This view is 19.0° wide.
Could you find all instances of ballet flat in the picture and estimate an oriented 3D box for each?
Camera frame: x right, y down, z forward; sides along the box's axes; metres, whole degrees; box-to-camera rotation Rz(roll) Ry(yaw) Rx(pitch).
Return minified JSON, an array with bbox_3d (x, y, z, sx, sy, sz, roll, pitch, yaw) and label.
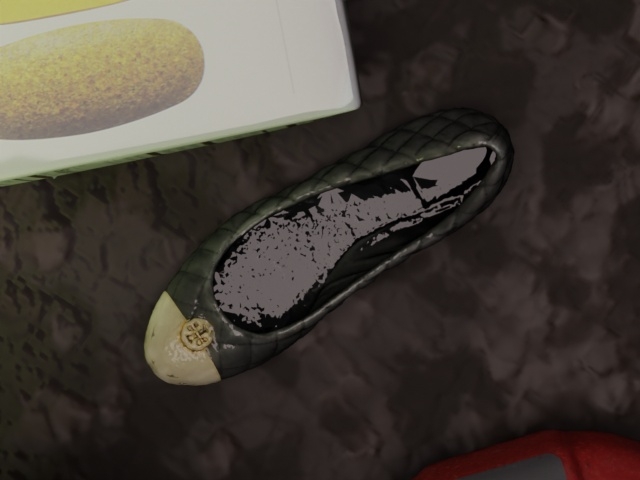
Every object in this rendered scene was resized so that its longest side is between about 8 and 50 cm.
[{"bbox_3d":[0.000,0.000,0.765,0.173,0.049,0.057,-35,92,3],"label":"ballet flat"}]

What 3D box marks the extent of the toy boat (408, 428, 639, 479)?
[{"bbox_3d":[0.100,0.194,0.726,0.151,0.151,0.231,-18,93,2],"label":"toy boat"}]

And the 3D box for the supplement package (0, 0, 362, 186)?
[{"bbox_3d":[-0.115,-0.091,0.719,0.244,0.134,0.139,-12,94,2],"label":"supplement package"}]
